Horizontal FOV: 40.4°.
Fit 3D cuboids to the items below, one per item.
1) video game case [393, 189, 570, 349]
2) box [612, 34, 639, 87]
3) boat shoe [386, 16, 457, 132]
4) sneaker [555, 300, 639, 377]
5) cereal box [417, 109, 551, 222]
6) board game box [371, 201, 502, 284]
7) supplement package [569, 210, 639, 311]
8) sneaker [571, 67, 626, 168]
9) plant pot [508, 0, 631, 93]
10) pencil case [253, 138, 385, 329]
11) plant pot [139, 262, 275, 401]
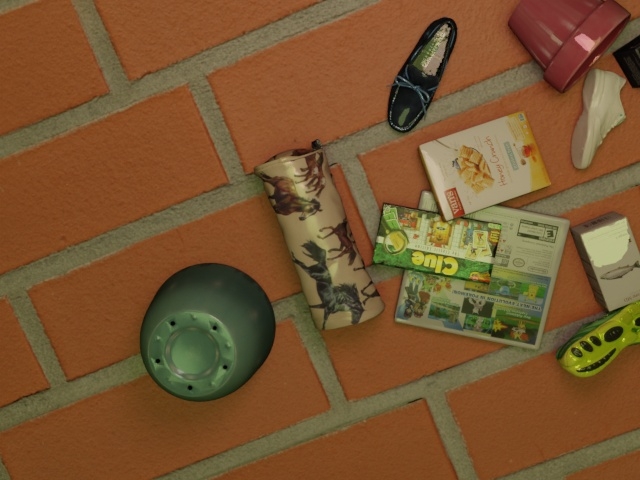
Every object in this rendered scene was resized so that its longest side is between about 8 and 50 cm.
[{"bbox_3d":[0.351,0.066,1.914,0.329,0.036,0.300,11,99,0],"label":"video game case"},{"bbox_3d":[0.701,-0.389,1.764,0.156,0.158,0.093,-34,96,7],"label":"box"},{"bbox_3d":[0.205,-0.352,1.829,0.109,0.089,0.258,19,99,0],"label":"boat shoe"},{"bbox_3d":[0.633,0.193,1.883,0.296,0.123,0.109,-24,98,-13],"label":"sneaker"},{"bbox_3d":[0.344,-0.156,1.842,0.240,0.047,0.173,-20,86,-4],"label":"cereal box"},{"bbox_3d":[0.249,0.007,1.876,0.260,0.030,0.136,10,101,1],"label":"board game box"},{"bbox_3d":[0.621,0.043,1.861,0.105,0.105,0.179,-22,97,5],"label":"supplement package"},{"bbox_3d":[0.595,-0.250,1.838,0.094,0.080,0.212,10,98,-11],"label":"sneaker"},{"bbox_3d":[0.490,-0.430,1.764,0.180,0.201,0.201,43,98,12],"label":"plant pot"},{"bbox_3d":[0.000,0.000,1.851,0.160,0.183,0.410,-20,99,10],"label":"pencil case"},{"bbox_3d":[-0.252,0.210,1.864,0.293,0.235,0.293,0,98,2],"label":"plant pot"}]
